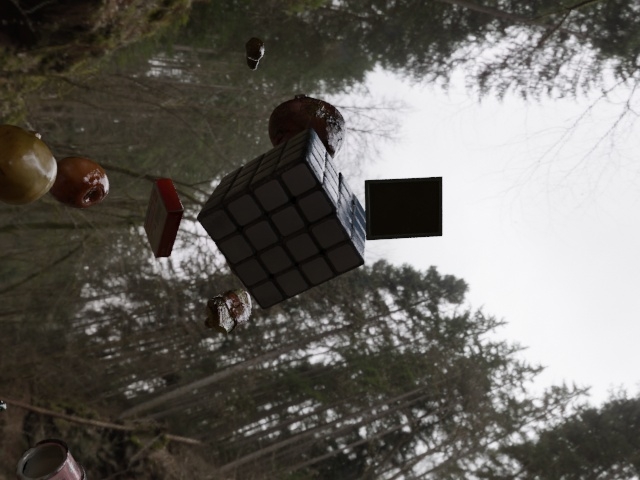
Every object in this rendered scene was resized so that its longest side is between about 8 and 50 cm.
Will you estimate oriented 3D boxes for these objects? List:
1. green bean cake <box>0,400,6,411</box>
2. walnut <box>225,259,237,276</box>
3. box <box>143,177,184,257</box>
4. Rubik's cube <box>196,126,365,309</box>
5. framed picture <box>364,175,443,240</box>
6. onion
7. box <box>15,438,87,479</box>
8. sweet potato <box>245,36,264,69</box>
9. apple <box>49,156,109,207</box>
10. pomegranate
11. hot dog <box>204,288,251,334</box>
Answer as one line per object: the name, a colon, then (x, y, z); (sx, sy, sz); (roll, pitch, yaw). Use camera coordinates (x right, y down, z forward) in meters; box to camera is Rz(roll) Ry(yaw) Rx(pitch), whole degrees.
green bean cake: (-1.002, 0.502, 1.344); (0.194, 0.208, 0.107); (2, -50, 16)
walnut: (-0.257, 0.003, 2.118); (0.308, 0.398, 0.353); (-32, -101, 23)
box: (-0.445, -0.056, 1.398); (0.122, 0.050, 0.229); (62, -38, 26)
Rubik's cube: (-0.089, -0.070, 1.412); (0.337, 0.344, 0.344); (57, 16, -22)
framed picture: (0.311, -0.120, 1.850); (0.019, 0.297, 0.232); (-106, -166, -79)
onion: (-0.059, -0.458, 2.096); (0.354, 0.354, 0.353); (17, -70, 54)
box: (-0.688, 0.594, 1.254); (0.151, 0.151, 0.135); (36, -44, 48)
sweet potato: (-0.232, -0.652, 1.719); (0.233, 0.062, 0.081); (-142, -120, -77)
apple: (-0.946, -0.221, 1.953); (0.173, 0.235, 0.210); (43, -63, 20)
pomegranate: (-0.883, -0.216, 1.420); (0.233, 0.233, 0.232); (17, -70, 54)
hot dog: (-0.289, 0.221, 1.506); (0.093, 0.261, 0.123); (-39, -98, 17)
